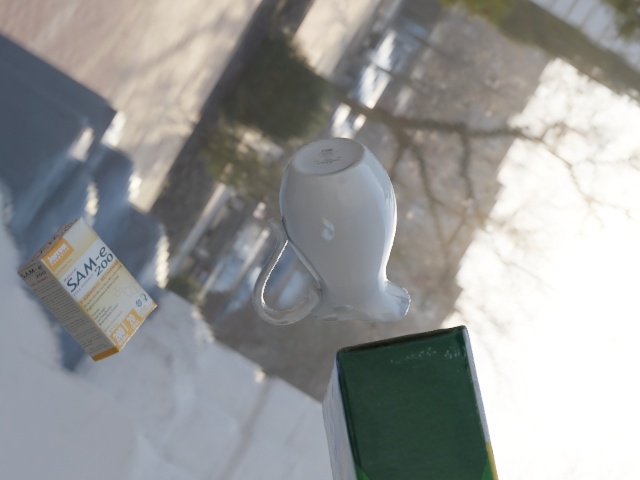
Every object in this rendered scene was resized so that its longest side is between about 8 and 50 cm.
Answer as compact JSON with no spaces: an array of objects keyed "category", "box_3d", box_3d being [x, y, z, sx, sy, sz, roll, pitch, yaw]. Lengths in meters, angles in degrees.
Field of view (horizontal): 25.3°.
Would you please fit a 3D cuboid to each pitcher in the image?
[{"category":"pitcher","box_3d":[0.000,0.000,1.575,0.125,0.178,0.207,-105,-177,-56]}]

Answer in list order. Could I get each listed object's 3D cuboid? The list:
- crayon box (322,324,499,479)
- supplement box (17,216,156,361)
[{"category":"crayon box","box_3d":[0.070,0.231,0.850,0.203,0.083,0.323,98,-19,-74]},{"category":"supplement box","box_3d":[-0.186,0.039,1.143,0.036,0.098,0.062,-24,-158,42]}]
